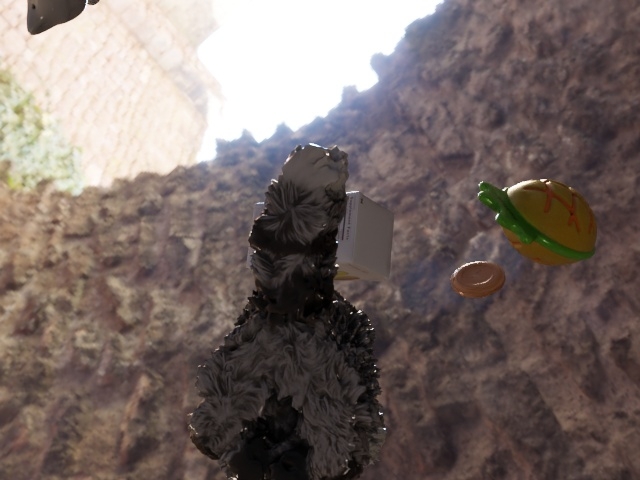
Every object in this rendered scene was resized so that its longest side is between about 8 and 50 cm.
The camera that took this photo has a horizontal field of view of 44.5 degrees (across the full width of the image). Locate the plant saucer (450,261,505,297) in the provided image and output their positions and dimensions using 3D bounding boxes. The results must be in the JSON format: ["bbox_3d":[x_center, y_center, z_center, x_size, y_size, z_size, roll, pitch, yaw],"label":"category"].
[{"bbox_3d":[0.243,0.058,1.210,0.083,0.013,0.083,-11,-148,7],"label":"plant saucer"}]

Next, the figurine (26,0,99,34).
[{"bbox_3d":[-0.262,-0.345,0.859,0.209,0.092,0.215,-64,170,-55],"label":"figurine"}]

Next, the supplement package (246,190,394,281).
[{"bbox_3d":[0.000,0.000,1.490,0.244,0.139,0.134,-5,-108,35],"label":"supplement package"}]

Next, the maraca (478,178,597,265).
[{"bbox_3d":[0.267,-0.025,0.959,0.099,0.185,0.127,-58,-137,26],"label":"maraca"}]

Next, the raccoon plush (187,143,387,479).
[{"bbox_3d":[0.022,0.130,0.978,0.216,0.299,0.447,21,-88,17],"label":"raccoon plush"}]
